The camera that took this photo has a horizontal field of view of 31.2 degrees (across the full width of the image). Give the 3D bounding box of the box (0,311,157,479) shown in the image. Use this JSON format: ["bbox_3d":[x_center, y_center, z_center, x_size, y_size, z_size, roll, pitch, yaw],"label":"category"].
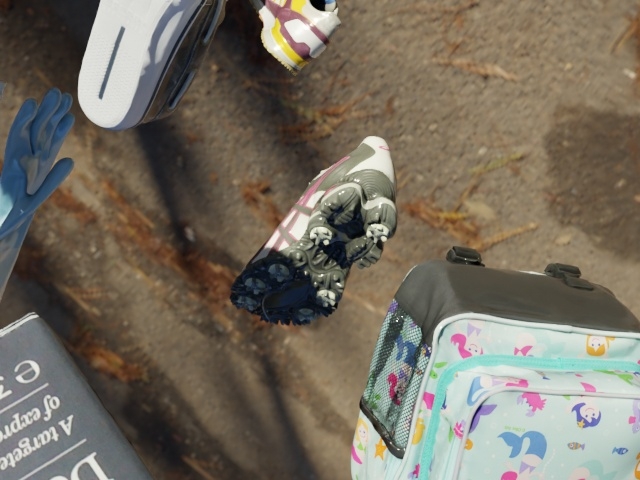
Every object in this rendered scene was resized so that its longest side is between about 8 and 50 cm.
[{"bbox_3d":[-0.168,0.295,0.589,0.395,0.294,0.212,51,154,15],"label":"box"}]

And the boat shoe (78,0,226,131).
[{"bbox_3d":[-0.158,-0.272,1.229,0.121,0.119,0.335,41,118,18],"label":"boat shoe"}]

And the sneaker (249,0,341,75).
[{"bbox_3d":[-0.022,-0.248,1.207,0.084,0.185,0.069,-37,130,17],"label":"sneaker"}]

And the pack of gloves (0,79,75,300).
[{"bbox_3d":[-0.236,0.001,0.799,0.046,0.195,0.232,26,103,10],"label":"pack of gloves"}]

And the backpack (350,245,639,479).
[{"bbox_3d":[0.146,0.162,0.912,0.225,0.191,0.253,8,118,-20],"label":"backpack"}]

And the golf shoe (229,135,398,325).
[{"bbox_3d":[0.000,0.000,1.238,0.105,0.120,0.273,31,136,-18],"label":"golf shoe"}]
